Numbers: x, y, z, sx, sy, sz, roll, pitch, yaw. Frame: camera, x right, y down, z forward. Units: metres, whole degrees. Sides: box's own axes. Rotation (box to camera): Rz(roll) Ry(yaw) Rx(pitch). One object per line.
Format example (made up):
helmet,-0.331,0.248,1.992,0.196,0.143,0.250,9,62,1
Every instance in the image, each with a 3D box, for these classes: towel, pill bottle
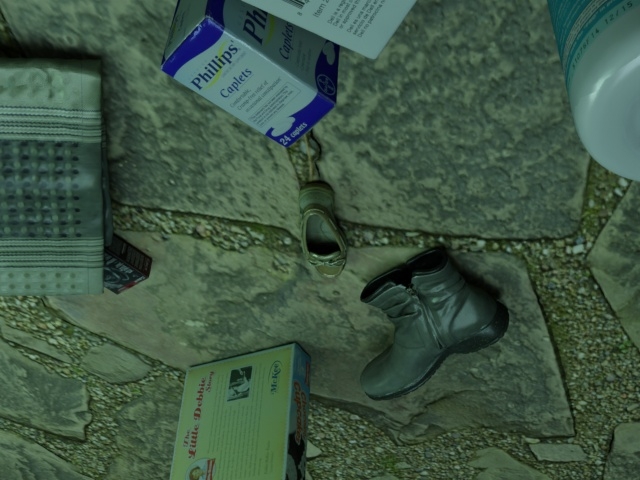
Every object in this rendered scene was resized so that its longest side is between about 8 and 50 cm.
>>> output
towel,-0.384,-0.062,0.908,0.324,0.056,0.312,1,128,-13
pill bottle,0.238,-0.179,0.619,0.146,0.264,0.146,1,140,1

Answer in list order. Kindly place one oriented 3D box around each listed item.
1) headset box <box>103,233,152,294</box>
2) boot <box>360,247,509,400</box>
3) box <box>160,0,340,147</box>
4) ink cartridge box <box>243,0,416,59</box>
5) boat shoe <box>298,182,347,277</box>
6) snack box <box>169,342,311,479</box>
headset box,-0.257,0.030,1.079,0.062,0.032,0.083,-27,132,31
boot,0.107,0.105,1.123,0.161,0.083,0.246,38,124,-25
box,-0.055,-0.174,0.750,0.137,0.126,0.072,29,135,-28
ink cartridge box,-0.034,-0.291,0.614,0.289,0.122,0.211,21,137,-19
boat shoe,0.002,0.000,1.013,0.056,0.048,0.153,-1,140,5
snack box,-0.112,0.305,1.170,0.187,0.322,0.060,-15,138,21
